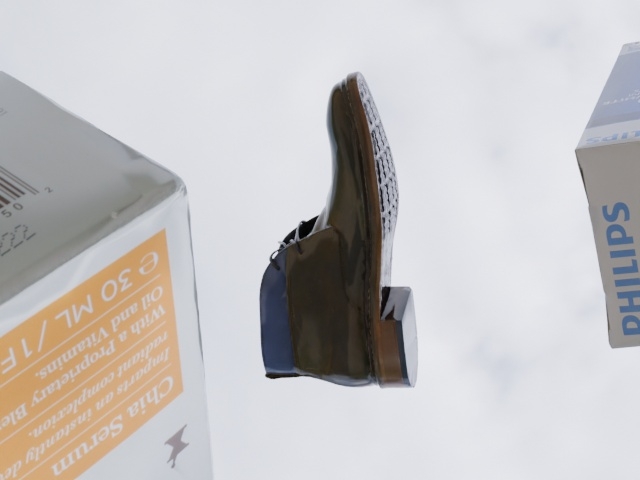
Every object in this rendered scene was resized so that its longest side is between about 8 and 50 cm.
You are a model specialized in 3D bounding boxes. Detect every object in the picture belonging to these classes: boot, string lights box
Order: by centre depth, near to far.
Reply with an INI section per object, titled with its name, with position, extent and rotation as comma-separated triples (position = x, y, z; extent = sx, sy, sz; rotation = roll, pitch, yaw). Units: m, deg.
[string lights box]
position = 0.232, -0.043, 0.977
extent = 0.076, 0.260, 0.133
rotation = -7, -71, 20
[boot]
position = 0.000, 0.000, 0.982
extent = 0.106, 0.082, 0.219
rotation = -5, -76, 13

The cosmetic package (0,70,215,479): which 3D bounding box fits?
[cosmetic package]
position = -0.194, 0.158, 0.864
extent = 0.161, 0.230, 0.453
rotation = 31, -39, 30
